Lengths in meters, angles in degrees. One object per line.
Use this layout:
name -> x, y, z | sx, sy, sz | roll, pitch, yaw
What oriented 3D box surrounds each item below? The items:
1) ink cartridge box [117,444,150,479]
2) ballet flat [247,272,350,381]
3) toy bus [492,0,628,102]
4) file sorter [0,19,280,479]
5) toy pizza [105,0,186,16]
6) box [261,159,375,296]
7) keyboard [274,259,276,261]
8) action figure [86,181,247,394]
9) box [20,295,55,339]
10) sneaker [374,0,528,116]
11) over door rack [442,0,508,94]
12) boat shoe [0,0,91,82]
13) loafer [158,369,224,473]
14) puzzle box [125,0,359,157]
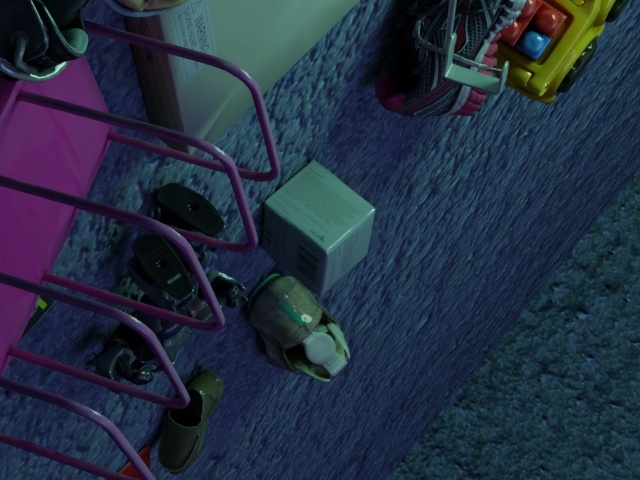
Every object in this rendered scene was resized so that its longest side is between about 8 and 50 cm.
ink cartridge box -> -0.301, 0.428, 2.001 | 0.296, 0.066, 0.261 | -42, 162, -28
ballet flat -> -0.019, 0.131, 2.044 | 0.107, 0.106, 0.316 | -51, 163, -2
toy bus -> 0.263, -0.277, 1.815 | 0.220, 0.149, 0.211 | -56, 172, 11
file sorter -> -0.162, 0.011, 1.156 | 0.202, 0.182, 0.291 | 77, 32, -65
toy pizza -> -0.079, -0.238, 1.109 | 0.201, 0.032, 0.201 | -45, 161, -20
box -> -0.004, -0.014, 1.800 | 0.087, 0.102, 0.101 | -41, 159, -25
keyboard -> 0.000, 0.000, 1.971 | 0.108, 0.023, 0.180 | -52, 163, 0
action figure -> -0.156, 0.070, 1.602 | 0.185, 0.099, 0.285 | -48, 166, -28
box -> -0.333, 0.073, 1.222 | 0.216, 0.060, 0.270 | -50, 163, -8
sneaker -> 0.145, -0.251, 1.695 | 0.112, 0.121, 0.299 | -7, 132, -24
over door rack -> 0.138, -0.326, 1.384 | 0.324, 0.108, 0.239 | 78, 32, -43
boat shoe -> -0.196, -0.154, 0.979 | 0.335, 0.119, 0.121 | -49, 172, 10
loafer -> -0.169, 0.227, 1.952 | 0.050, 0.056, 0.148 | -14, 129, -62
puzzle box -> -0.050, -0.259, 1.280 | 0.272, 0.052, 0.409 | -45, 161, -18
